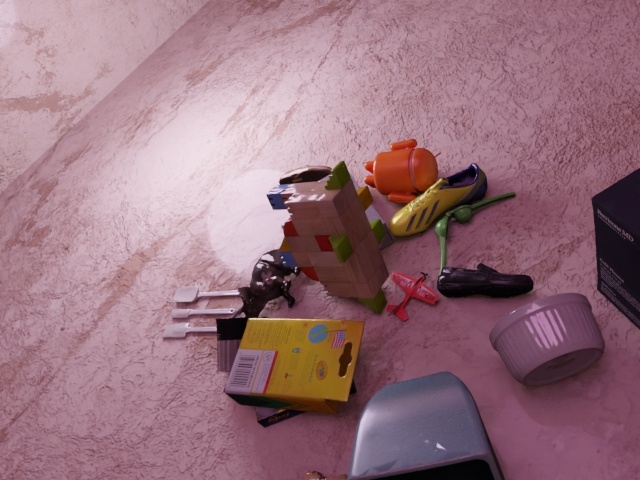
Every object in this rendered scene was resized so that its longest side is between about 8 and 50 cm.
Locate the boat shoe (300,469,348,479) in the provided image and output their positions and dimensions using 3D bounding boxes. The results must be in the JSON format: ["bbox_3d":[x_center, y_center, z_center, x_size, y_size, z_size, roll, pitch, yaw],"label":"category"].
[{"bbox_3d":[-0.019,0.516,1.251,0.170,0.063,0.059,-22,52,12],"label":"boat shoe"}]

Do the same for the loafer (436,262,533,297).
[{"bbox_3d":[0.381,0.089,1.382,0.223,0.076,0.078,-3,61,31],"label":"loafer"}]

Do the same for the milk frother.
[{"bbox_3d":[-0.197,0.266,1.535,0.143,0.129,0.135,-2,83,-4],"label":"milk frother"}]

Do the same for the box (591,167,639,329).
[{"bbox_3d":[0.684,0.071,1.070,0.179,0.312,0.343,-32,46,0],"label":"box"}]

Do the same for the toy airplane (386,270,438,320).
[{"bbox_3d":[0.220,0.138,1.462,0.151,0.028,0.151,-16,47,18],"label":"toy airplane"}]

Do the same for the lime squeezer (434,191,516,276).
[{"bbox_3d":[0.365,-0.044,1.516,0.310,0.059,0.110,-46,46,-14],"label":"lime squeezer"}]

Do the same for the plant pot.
[{"bbox_3d":[0.206,0.397,1.116,0.247,0.248,0.252,-18,29,14],"label":"plant pot"}]

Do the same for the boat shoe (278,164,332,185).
[{"bbox_3d":[-0.042,-0.214,1.874,0.190,0.068,0.072,-4,40,25],"label":"boat shoe"}]

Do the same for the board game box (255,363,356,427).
[{"bbox_3d":[-0.046,0.331,1.434,0.243,0.042,0.165,-23,46,10],"label":"board game box"}]

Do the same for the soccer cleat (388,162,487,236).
[{"bbox_3d":[0.301,-0.112,1.561,0.289,0.121,0.093,-28,46,5],"label":"soccer cleat"}]

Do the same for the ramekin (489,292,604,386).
[{"bbox_3d":[0.452,0.203,1.167,0.207,0.207,0.109,-23,55,10],"label":"ramekin"}]

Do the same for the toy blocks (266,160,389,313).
[{"bbox_3d":[0.000,0.000,1.489,0.260,0.381,0.191,-1,34,38],"label":"toy blocks"}]

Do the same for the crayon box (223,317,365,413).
[{"bbox_3d":[-0.049,0.289,1.382,0.318,0.081,0.202,-2,53,28],"label":"crayon box"}]

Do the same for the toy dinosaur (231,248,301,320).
[{"bbox_3d":[-0.130,0.090,1.628,0.160,0.121,0.314,13,64,20],"label":"toy dinosaur"}]

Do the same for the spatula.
[{"bbox_3d":[-0.341,0.203,1.716,0.242,0.019,0.168,-6,50,24],"label":"spatula"}]

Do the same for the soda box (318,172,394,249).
[{"bbox_3d":[0.095,-0.084,1.669,0.098,0.091,0.286,-31,46,0],"label":"soda box"}]

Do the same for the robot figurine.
[{"bbox_3d":[0.234,-0.191,1.662,0.219,0.128,0.158,-4,41,27],"label":"robot figurine"}]
